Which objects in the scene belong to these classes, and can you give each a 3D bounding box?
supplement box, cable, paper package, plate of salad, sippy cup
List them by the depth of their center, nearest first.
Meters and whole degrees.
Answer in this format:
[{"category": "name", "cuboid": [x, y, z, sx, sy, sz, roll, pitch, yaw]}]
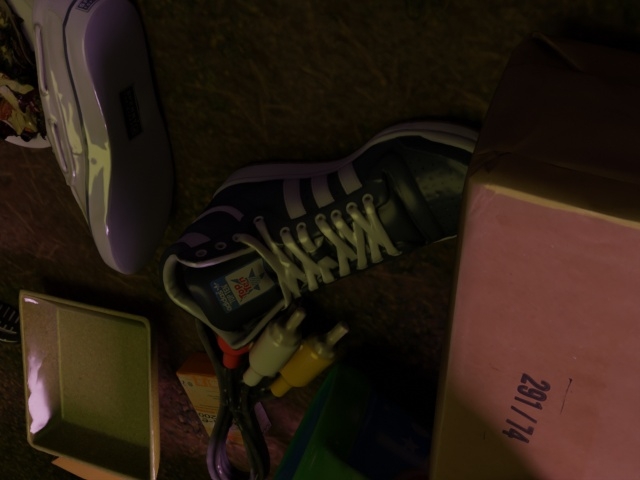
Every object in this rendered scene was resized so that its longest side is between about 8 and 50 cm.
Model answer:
[{"category": "paper package", "cuboid": [0.234, 0.068, 0.651, 0.309, 0.168, 0.325, 16, 134, 19]}, {"category": "sippy cup", "cuboid": [0.064, 0.259, 0.930, 0.224, 0.305, 0.240, 26, 110, -1]}, {"category": "plate of salad", "cuboid": [-0.302, -0.164, 0.945, 0.199, 0.048, 0.200, 19, 135, 21]}, {"category": "cable", "cuboid": [-0.080, 0.146, 1.001, 0.139, 0.072, 0.287, 24, 123, 0]}, {"category": "supplement box", "cuboid": [-0.100, 0.165, 1.093, 0.062, 0.036, 0.098, 0, 125, 36]}]

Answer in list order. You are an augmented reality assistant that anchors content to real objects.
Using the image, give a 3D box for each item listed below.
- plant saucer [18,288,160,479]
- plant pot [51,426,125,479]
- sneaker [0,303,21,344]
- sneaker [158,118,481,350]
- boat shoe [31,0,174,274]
[{"category": "plant saucer", "cuboid": [-0.240, 0.151, 1.142, 0.188, 0.045, 0.188, 10, 107, 31]}, {"category": "plant pot", "cuboid": [-0.251, 0.242, 1.244, 0.083, 0.081, 0.081, 38, 140, -14]}, {"category": "sneaker", "cuboid": [-0.388, 0.096, 1.251, 0.109, 0.040, 0.044, 24, 153, 23]}, {"category": "sneaker", "cuboid": [0.000, 0.000, 0.785, 0.282, 0.153, 0.099, -8, 120, 39]}, {"category": "boat shoe", "cuboid": [-0.189, -0.093, 0.903, 0.084, 0.095, 0.258, 18, 124, 29]}]
